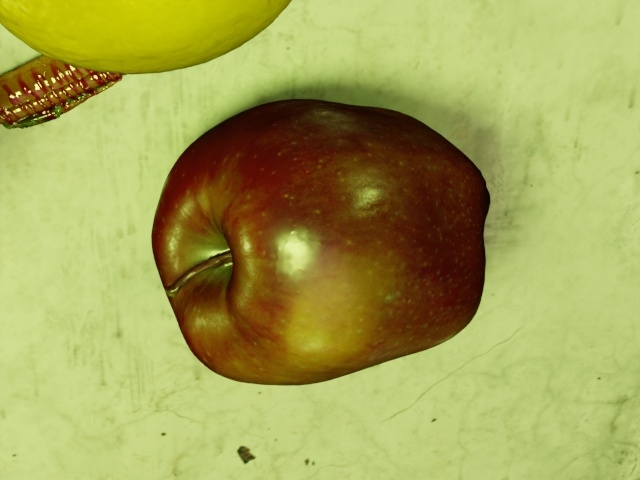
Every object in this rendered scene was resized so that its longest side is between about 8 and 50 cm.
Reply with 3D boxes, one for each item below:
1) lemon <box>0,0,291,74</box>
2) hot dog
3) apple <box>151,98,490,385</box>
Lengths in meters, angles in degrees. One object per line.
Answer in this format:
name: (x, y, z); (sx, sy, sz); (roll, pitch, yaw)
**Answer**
lemon: (-0.146, -0.270, 1.163); (0.297, 0.297, 0.297); (-9, 129, -11)
hot dog: (-0.243, -0.146, 1.381); (0.144, 0.038, 0.062); (-22, 130, -1)
apple: (0.000, 0.000, 1.426); (0.316, 0.288, 0.288); (-5, 129, -30)
